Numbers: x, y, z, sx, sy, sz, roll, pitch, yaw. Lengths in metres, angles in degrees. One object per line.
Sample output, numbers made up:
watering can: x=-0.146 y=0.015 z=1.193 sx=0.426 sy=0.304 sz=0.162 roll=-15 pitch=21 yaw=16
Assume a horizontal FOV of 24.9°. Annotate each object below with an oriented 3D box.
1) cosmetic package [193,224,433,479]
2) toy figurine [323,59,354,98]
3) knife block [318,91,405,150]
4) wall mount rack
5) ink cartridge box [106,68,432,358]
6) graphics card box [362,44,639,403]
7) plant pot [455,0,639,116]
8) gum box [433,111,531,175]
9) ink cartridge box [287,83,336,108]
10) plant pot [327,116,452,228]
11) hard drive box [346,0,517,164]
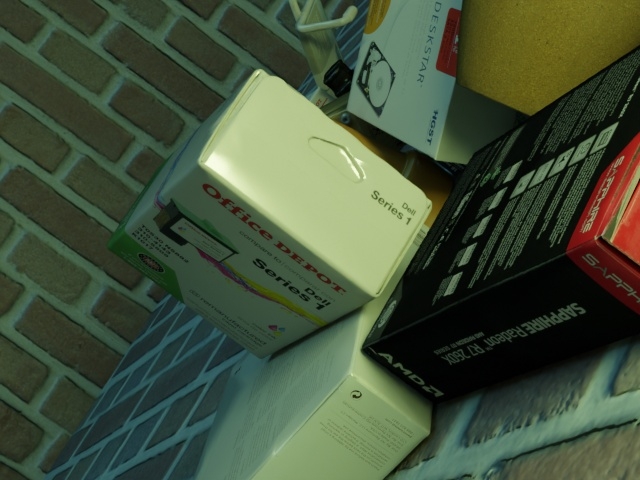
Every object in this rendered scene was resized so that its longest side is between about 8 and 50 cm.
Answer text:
cosmetic package: x=-0.005 y=0.151 z=1.413 sx=0.284 sy=0.097 sz=0.377 roll=-46 pitch=12 yaw=24
toy figurine: x=0.132 y=-0.260 z=2.078 sx=0.213 sy=0.148 sz=0.209 roll=-56 pitch=16 yaw=-24
knife block: x=0.050 y=-0.151 z=1.919 sx=0.276 sy=0.088 sz=0.242 roll=-21 pitch=12 yaw=31
wall mount rack: x=0.066 y=-0.326 z=2.315 sx=0.130 sy=0.350 sz=0.304 roll=-9 pitch=34 yaw=21
ink cartridge box: x=-0.056 y=-0.014 z=1.362 sx=0.117 sy=0.201 sz=0.278 roll=-58 pitch=12 yaw=-27
graphics card box: x=0.187 y=-0.016 z=1.110 sx=0.233 sy=0.094 sz=0.371 roll=-59 pitch=12 yaw=-26
plant pot: x=0.233 y=-0.244 z=1.384 sx=0.237 sy=0.237 sz=0.254 roll=-114 pitch=47 yaw=-79
gum box: x=0.217 y=-0.174 z=1.655 sx=0.184 sy=0.041 sz=0.157 roll=-40 pitch=17 yaw=55
ink cartridge box: x=0.004 y=-0.151 z=2.149 sx=0.104 sy=0.181 sz=0.061 roll=-58 pitch=11 yaw=-20
plant pot: x=0.021 y=-0.051 z=1.714 sx=0.205 sy=0.188 sz=0.205 roll=-51 pitch=10 yaw=13
hard drive box: x=0.131 y=-0.198 z=1.602 sx=0.232 sy=0.089 sz=0.181 roll=36 pitch=117 yaw=60
